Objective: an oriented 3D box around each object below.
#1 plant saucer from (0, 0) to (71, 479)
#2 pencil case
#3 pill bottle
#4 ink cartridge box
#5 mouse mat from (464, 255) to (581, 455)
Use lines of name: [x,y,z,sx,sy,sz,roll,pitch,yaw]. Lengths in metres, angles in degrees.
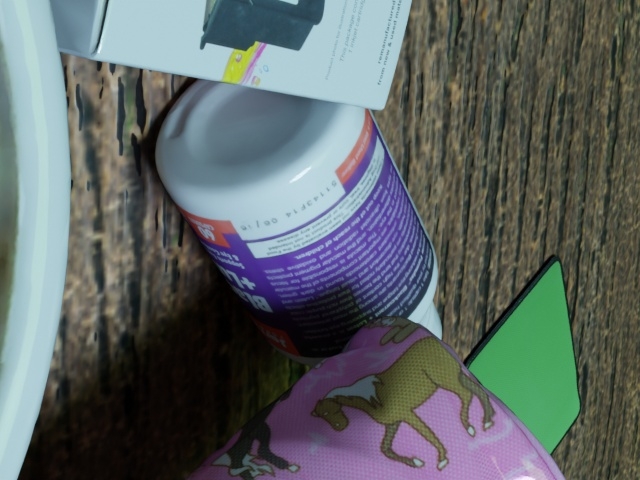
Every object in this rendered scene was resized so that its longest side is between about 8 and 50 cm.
plant saucer: [-0.238,-0.007,0.249,0.400,0.100,0.401,-8,100,-48]
pencil case: [-0.055,0.199,0.543,0.386,0.160,0.167,-39,175,-16]
pill bottle: [0.000,0.000,0.650,0.108,0.108,0.193,-54,139,-24]
ink cartridge box: [-0.064,-0.109,0.511,0.175,0.127,0.072,1,105,-51]
mouse mat: [0.169,0.125,1.000,0.152,0.007,0.190,-44,136,-33]
